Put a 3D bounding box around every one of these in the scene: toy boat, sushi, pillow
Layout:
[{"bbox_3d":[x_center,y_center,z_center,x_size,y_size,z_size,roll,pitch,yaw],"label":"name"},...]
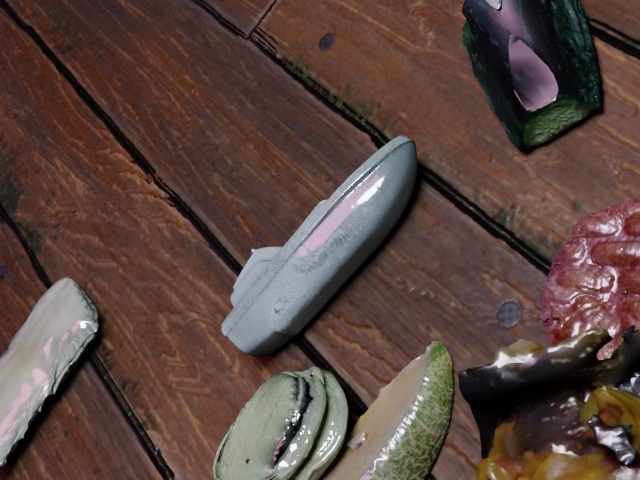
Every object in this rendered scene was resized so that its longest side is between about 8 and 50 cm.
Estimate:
[{"bbox_3d":[0.000,0.000,0.981,0.260,0.078,0.085,-49,61,13],"label":"toy boat"},{"bbox_3d":[0.180,0.172,0.661,0.213,0.200,0.204,-28,56,26],"label":"sushi"},{"bbox_3d":[-0.343,0.156,1.210,0.229,0.051,0.128,-56,38,1],"label":"pillow"}]

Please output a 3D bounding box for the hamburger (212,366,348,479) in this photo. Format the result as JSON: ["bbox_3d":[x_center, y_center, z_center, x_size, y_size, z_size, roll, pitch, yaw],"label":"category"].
[{"bbox_3d":[-0.035,0.176,0.912,0.140,0.062,0.133,-58,23,6],"label":"hamburger"}]

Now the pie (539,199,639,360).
[{"bbox_3d":[0.239,0.037,0.791,0.154,0.036,0.155,-19,59,33],"label":"pie"}]

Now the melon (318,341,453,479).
[{"bbox_3d":[0.058,0.174,0.877,0.182,0.054,0.098,-49,31,9],"label":"melon"}]

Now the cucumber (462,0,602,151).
[{"bbox_3d":[0.182,-0.181,0.926,0.115,0.085,0.193,-28,60,24],"label":"cucumber"}]
